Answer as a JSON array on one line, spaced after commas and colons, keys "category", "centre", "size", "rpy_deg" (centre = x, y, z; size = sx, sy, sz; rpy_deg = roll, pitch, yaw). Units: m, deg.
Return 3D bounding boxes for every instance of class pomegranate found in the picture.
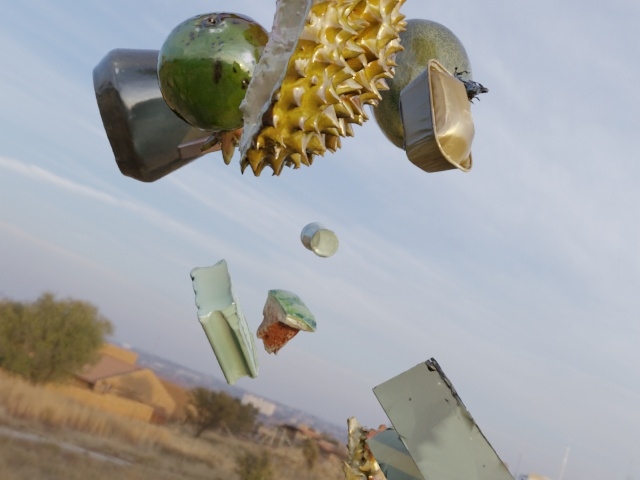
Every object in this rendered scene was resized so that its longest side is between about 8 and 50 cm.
[{"category": "pomegranate", "centre": [-0.141, -0.220, 0.999], "size": [0.181, 0.181, 0.224], "rpy_deg": [15, -36, 20]}]

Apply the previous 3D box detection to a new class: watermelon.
[{"category": "watermelon", "centre": [-0.096, 0.177, 1.572], "size": [0.098, 0.121, 0.158], "rpy_deg": [19, -42, -34]}]

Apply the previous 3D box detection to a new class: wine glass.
[{"category": "wine glass", "centre": [0.000, 0.000, 1.562], "size": [0.073, 0.073, 0.155], "rpy_deg": [24, 3, -13]}]

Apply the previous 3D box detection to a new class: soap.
[{"category": "soap", "centre": [-0.153, 0.136, 1.113], "size": [0.063, 0.115, 0.198], "rpy_deg": [-15, -41, -4]}]

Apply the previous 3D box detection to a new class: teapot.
[{"category": "teapot", "centre": [-0.229, -0.251, 1.279], "size": [0.343, 0.300, 0.253], "rpy_deg": [-16, -48, -7]}]

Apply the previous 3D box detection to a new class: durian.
[{"category": "durian", "centre": [0.004, -0.163, 0.636], "size": [0.138, 0.250, 0.183], "rpy_deg": [20, 9, -30]}]

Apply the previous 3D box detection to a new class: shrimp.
[{"category": "shrimp", "centre": [0.246, -0.297, 1.335], "size": [0.174, 0.082, 0.076], "rpy_deg": [6, -57, 48]}]

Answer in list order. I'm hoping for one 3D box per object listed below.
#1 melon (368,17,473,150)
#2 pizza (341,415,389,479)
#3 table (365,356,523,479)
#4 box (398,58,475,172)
[{"category": "melon", "centre": [0.224, -0.352, 1.552], "size": [0.248, 0.329, 0.249], "rpy_deg": [-4, -27, -2]}, {"category": "pizza", "centre": [0.133, 0.395, 0.932], "size": [0.251, 0.288, 0.074], "rpy_deg": [23, -36, -38]}, {"category": "table", "centre": [0.103, 0.195, 0.506], "size": [0.175, 0.062, 0.146], "rpy_deg": [58, -14, 28]}, {"category": "box", "centre": [0.180, -0.182, 1.017], "size": [0.111, 0.177, 0.111], "rpy_deg": [-2, -26, -1]}]
